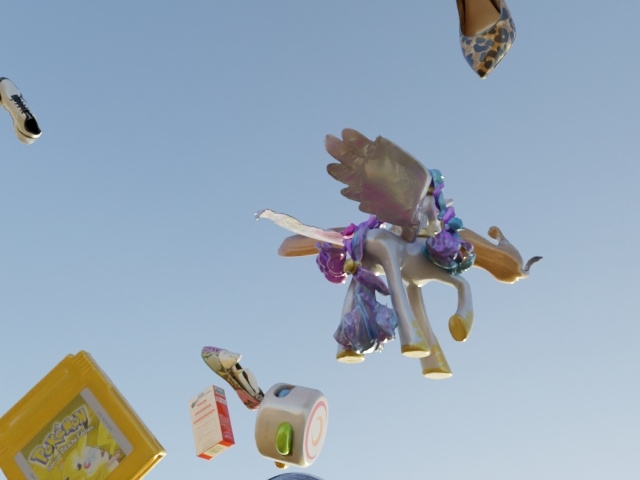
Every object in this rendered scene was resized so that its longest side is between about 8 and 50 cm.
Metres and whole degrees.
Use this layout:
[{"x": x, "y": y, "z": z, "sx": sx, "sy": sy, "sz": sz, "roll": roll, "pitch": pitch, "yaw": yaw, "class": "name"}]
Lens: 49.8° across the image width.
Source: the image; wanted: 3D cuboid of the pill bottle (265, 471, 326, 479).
[{"x": -0.058, "y": 0.391, "z": 0.842, "sx": 0.182, "sy": 0.323, "sz": 0.181, "roll": -3, "pitch": -98, "yaw": 22, "class": "pill bottle"}]

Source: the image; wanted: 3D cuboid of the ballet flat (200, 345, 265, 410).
[{"x": -0.222, "y": 0.351, "z": 1.827, "sx": 0.221, "sy": 0.077, "sz": 0.079, "roll": 48, "pitch": -57, "yaw": 6, "class": "ballet flat"}]

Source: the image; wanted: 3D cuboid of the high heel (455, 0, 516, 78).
[{"x": 0.233, "y": -0.393, "z": 1.082, "sx": 0.093, "sy": 0.261, "sz": 0.186, "roll": -12, "pitch": -39, "yaw": 36, "class": "high heel"}]

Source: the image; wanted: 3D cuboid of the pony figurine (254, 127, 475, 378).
[{"x": 0.101, "y": 0.016, "z": 1.113, "sx": 0.351, "sy": 0.363, "sz": 0.303, "roll": 16, "pitch": -29, "yaw": -31, "class": "pony figurine"}]

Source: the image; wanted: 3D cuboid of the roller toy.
[{"x": -0.075, "y": 0.458, "z": 1.720, "sx": 0.146, "sy": 0.191, "sz": 0.209, "roll": 7, "pitch": -35, "yaw": 21, "class": "roller toy"}]

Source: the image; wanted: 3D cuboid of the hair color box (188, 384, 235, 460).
[{"x": -0.286, "y": 0.474, "z": 1.799, "sx": 0.093, "sy": 0.167, "sz": 0.053, "roll": -35, "pitch": -43, "yaw": 17, "class": "hair color box"}]

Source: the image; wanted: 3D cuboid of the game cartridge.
[{"x": -0.523, "y": 0.429, "z": 1.446, "sx": 0.324, "sy": 0.285, "sz": 0.052, "roll": 42, "pitch": -8, "yaw": 24, "class": "game cartridge"}]

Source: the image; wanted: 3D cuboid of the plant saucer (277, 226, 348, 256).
[{"x": 0.000, "y": 0.000, "z": 1.553, "sx": 0.200, "sy": 0.200, "sz": 0.037, "roll": -8, "pitch": -83, "yaw": 21, "class": "plant saucer"}]

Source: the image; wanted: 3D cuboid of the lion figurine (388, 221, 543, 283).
[{"x": 0.331, "y": 0.022, "z": 1.534, "sx": 0.393, "sy": 0.240, "sz": 0.142, "roll": 11, "pitch": -78, "yaw": 1, "class": "lion figurine"}]

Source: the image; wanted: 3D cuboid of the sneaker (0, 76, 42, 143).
[{"x": -0.470, "y": -0.206, "z": 1.082, "sx": 0.044, "sy": 0.040, "sz": 0.109, "roll": -5, "pitch": -64, "yaw": 44, "class": "sneaker"}]
